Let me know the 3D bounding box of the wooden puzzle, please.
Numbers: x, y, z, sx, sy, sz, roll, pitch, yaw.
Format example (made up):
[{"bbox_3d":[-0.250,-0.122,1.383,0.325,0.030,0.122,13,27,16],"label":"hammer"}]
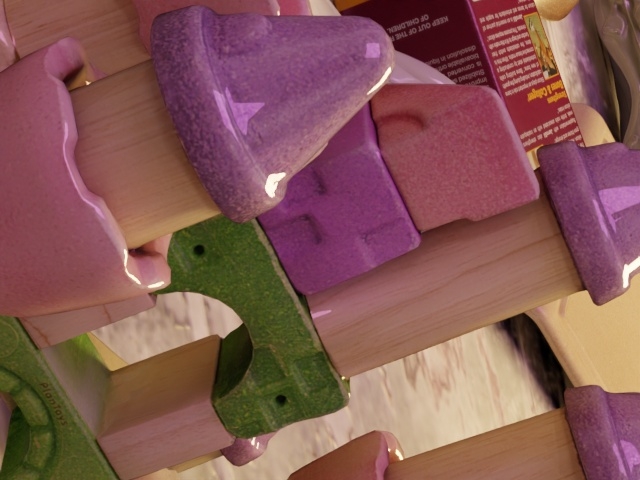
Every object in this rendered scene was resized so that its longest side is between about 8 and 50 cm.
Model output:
[{"bbox_3d":[0.202,0.055,1.202,0.238,0.044,0.221,53,35,-23],"label":"wooden puzzle"}]

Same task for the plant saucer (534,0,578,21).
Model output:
[{"bbox_3d":[0.155,-0.258,1.285,0.198,0.036,0.198,36,45,-47],"label":"plant saucer"}]

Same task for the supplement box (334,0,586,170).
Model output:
[{"bbox_3d":[0.091,-0.072,1.032,0.104,0.081,0.188,-27,98,-61],"label":"supplement box"}]

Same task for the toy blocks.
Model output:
[{"bbox_3d":[0.000,0.000,0.582,0.309,0.260,0.288,-93,159,-61],"label":"toy blocks"}]

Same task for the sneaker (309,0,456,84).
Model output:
[{"bbox_3d":[-0.020,-0.048,0.835,0.305,0.114,0.152,44,54,-34],"label":"sneaker"}]

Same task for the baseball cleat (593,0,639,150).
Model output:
[{"bbox_3d":[0.262,-0.104,1.350,0.109,0.072,0.205,7,72,-65],"label":"baseball cleat"}]
